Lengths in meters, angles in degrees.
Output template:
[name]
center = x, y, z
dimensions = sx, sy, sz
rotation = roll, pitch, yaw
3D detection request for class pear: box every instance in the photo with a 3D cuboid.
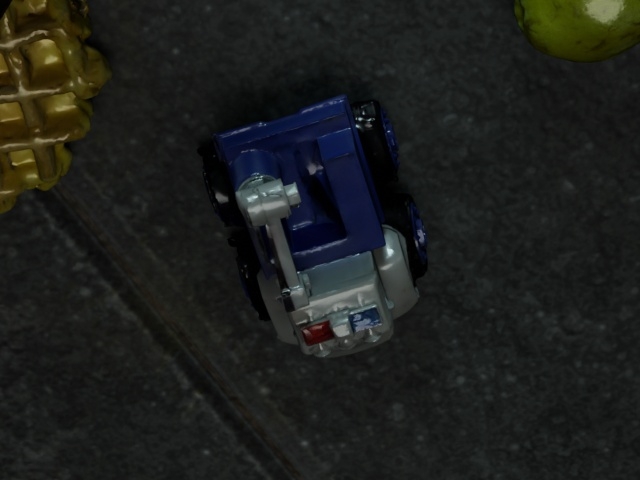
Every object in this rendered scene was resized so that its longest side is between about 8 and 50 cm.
[pear]
center = 0.210, -0.186, 1.185
dimensions = 0.131, 0.107, 0.107
rotation = -22, 122, -5

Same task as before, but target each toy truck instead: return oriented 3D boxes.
[toy truck]
center = 0.000, 0.000, 1.239
dimensions = 0.161, 0.177, 0.213
rotation = -17, 121, 4

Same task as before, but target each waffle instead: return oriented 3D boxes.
[waffle]
center = -0.308, -0.137, 1.192
dimensions = 0.329, 0.062, 0.329
rotation = -2, 121, -4

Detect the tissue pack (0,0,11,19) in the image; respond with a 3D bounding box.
[tissue pack]
center = -0.233, -0.285, 0.983
dimensions = 0.198, 0.210, 0.370
rotation = 29, 102, -17
